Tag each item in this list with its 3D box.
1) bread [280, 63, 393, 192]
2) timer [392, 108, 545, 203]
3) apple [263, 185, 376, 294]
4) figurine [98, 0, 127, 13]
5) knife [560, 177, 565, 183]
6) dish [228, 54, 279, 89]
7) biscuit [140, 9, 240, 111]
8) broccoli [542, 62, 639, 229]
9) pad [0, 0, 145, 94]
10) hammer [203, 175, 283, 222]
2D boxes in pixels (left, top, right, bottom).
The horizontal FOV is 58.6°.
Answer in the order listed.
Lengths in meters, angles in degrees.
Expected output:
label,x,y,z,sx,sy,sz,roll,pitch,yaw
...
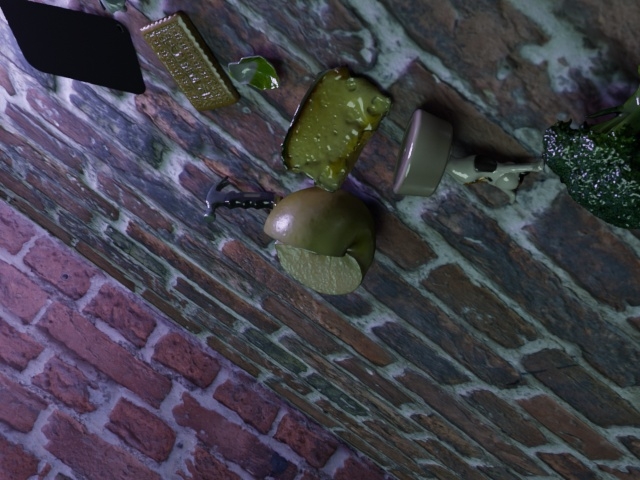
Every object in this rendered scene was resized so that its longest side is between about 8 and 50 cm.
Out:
label,x,y,z,sx,sy,sz,roll,pitch,yaw
bread,0.034,-0.244,1.244,0.174,0.252,0.133,29,-168,2
timer,0.296,-0.148,1.157,0.265,0.175,0.175,14,148,-2
apple,0.009,-0.019,1.483,0.257,0.233,0.295,20,156,38
figurine,-0.465,-0.562,1.290,0.082,0.086,0.095,19,107,-6
knife,0.462,-0.157,1.084,0.018,0.031,0.121,8,136,34
dish,-0.145,-0.386,1.285,0.137,0.039,0.091,10,148,33
biscuit,-0.318,-0.424,1.394,0.172,0.029,0.255,0,137,41
broccoli,0.510,-0.151,0.868,0.297,0.297,0.297,22,121,16
pad,-0.649,-0.518,1.563,0.375,0.063,0.315,16,146,7
hammer,-0.220,-0.117,1.668,0.226,0.159,0.041,4,144,8
